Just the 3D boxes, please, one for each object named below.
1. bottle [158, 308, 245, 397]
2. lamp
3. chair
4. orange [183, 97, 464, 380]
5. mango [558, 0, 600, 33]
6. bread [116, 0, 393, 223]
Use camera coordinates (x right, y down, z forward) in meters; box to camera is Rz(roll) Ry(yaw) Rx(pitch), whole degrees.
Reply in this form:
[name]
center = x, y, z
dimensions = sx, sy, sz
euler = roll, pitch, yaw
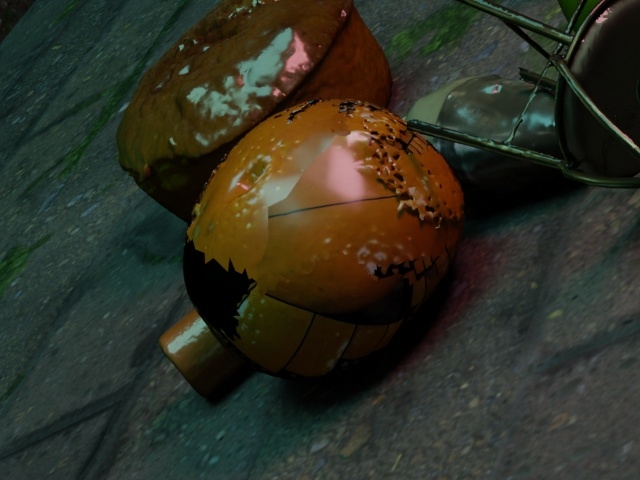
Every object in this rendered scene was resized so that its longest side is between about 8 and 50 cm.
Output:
[bottle]
center = -0.048, 0.054, 1.672
dimensions = 0.187, 0.069, 0.069
euler = -38, 19, -4
[lamp]
center = 0.136, -0.085, 1.594
dimensions = 0.101, 0.101, 0.250
euler = -47, 24, -20
[chair]
center = 0.204, -0.104, 1.361
dimensions = 0.170, 0.160, 0.325
euler = -25, 33, -33
[orange]
center = 0.000, 0.000, 1.537
dimensions = 0.234, 0.182, 0.234
euler = -25, 37, 21
[mango]
center = 0.286, -0.208, 1.502
dimensions = 0.192, 0.156, 0.343
euler = -60, 26, 17
[bread]
center = -0.064, -0.148, 2.012
dimensions = 0.312, 0.172, 0.312
euler = -34, 24, 18
